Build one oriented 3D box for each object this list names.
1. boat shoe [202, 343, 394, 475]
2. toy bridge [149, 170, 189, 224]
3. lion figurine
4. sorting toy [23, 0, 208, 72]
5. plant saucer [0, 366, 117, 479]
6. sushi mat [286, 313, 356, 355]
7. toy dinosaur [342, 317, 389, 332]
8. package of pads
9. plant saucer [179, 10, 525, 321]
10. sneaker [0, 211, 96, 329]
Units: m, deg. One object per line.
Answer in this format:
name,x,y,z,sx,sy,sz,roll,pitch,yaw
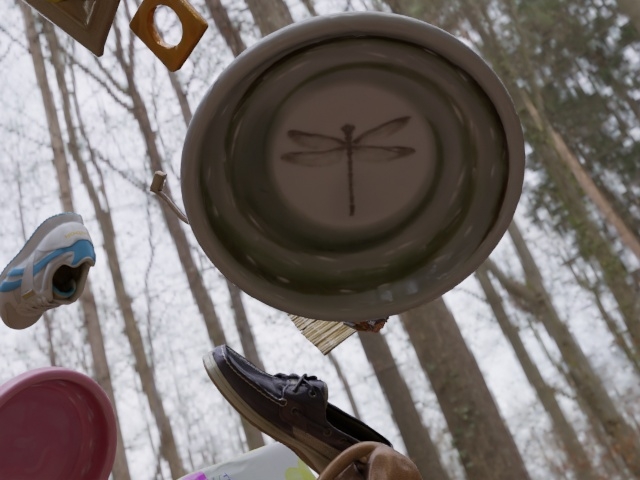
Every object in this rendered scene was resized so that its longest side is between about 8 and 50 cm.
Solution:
boat shoe,-0.024,0.213,1.388,0.285,0.103,0.092,42,-81,-18
toy bridge,-0.191,-0.050,1.787,0.188,0.026,0.063,23,-76,4
lion figurine,0.109,0.366,1.361,0.142,0.240,0.392,-3,-53,38
sorting toy,-0.243,-0.280,0.968,0.047,0.347,0.196,-39,-19,-50
plant saucer,-0.517,0.382,1.952,0.084,0.332,0.332,12,-13,39
sushi mat,0.090,0.081,2.040,0.316,0.151,0.019,-35,-41,-8
toy dinosaur,0.000,0.000,1.722,0.164,0.322,0.218,-39,-21,-52
package of pads,-0.108,0.460,1.764,0.296,0.229,0.101,-9,-37,-49
plant saucer,0.036,-0.090,1.295,0.400,0.100,0.401,-2,-59,-3
sneaker,-0.401,0.064,1.581,0.087,0.092,0.229,0,-40,-44
